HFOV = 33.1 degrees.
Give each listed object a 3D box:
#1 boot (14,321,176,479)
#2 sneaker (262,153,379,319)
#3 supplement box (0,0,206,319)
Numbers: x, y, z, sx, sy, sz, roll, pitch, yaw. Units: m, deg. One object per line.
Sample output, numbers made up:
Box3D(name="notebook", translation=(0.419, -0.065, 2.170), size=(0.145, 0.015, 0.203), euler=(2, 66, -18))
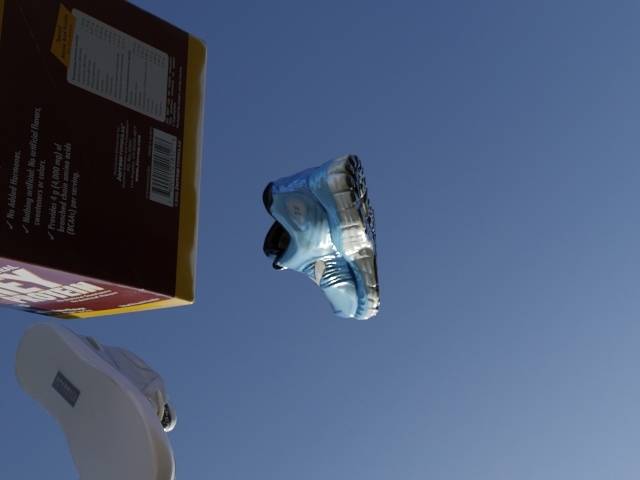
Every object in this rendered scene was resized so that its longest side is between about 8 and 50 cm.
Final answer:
Box3D(name="boot", translation=(-0.173, 0.157, 0.986), size=(0.123, 0.258, 0.095), euler=(20, -77, -45))
Box3D(name="sneaker", translation=(0.000, 0.000, 0.713), size=(0.162, 0.073, 0.063), euler=(74, -167, -55))
Box3D(name="supplement box", translation=(-0.189, -0.060, 0.694), size=(0.194, 0.129, 0.191), euler=(19, -112, -51))
